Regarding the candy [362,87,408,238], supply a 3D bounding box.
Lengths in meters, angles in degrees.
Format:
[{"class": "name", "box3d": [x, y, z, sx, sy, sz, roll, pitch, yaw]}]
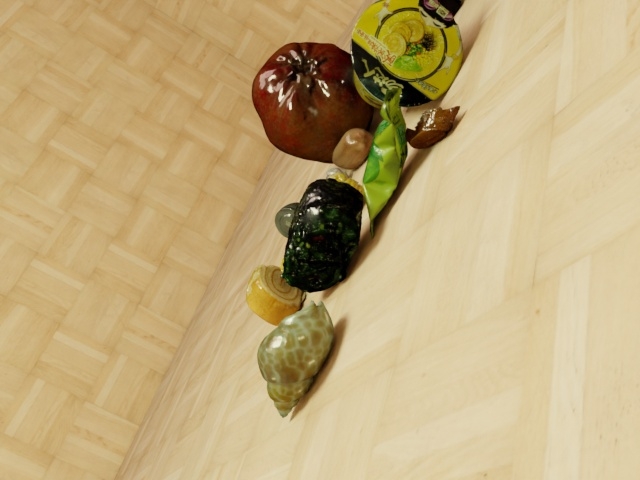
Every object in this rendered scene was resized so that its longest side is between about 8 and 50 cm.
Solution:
[{"class": "candy", "box3d": [0.117, -0.142, 1.203, 0.149, 0.069, 0.246, -65, -11, -64]}]

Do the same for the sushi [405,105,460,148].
[{"class": "sushi", "box3d": [0.187, -0.192, 1.133, 0.120, 0.052, 0.055, 141, 141, -70]}]

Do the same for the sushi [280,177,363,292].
[{"class": "sushi", "box3d": [0.000, 0.000, 1.225, 0.225, 0.124, 0.127, 113, 173, -45]}]

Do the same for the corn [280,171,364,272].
[{"class": "corn", "box3d": [0.002, -0.026, 1.398, 0.244, 0.093, 0.093, -58, 12, 9]}]

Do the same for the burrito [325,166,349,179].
[{"class": "burrito", "box3d": [0.008, -0.083, 1.596, 0.203, 0.064, 0.064, -65, 13, -14]}]

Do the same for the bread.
[{"class": "bread", "box3d": [-0.095, 0.108, 1.416, 0.073, 0.122, 0.149, -52, 15, 21]}]

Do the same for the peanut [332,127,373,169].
[{"class": "peanut", "box3d": [0.073, -0.209, 1.579, 0.076, 0.076, 0.152, -66, 9, -26]}]

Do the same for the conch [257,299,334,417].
[{"class": "conch", "box3d": [-0.037, 0.177, 1.073, 0.173, 0.106, 0.116, -45, -13, -17]}]

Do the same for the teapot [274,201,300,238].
[{"class": "teapot", "box3d": [-0.047, -0.060, 1.758, 0.091, 0.124, 0.092, -51, -41, -51]}]

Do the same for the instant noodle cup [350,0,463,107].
[{"class": "instant noodle cup", "box3d": [0.151, -0.355, 1.344, 0.215, 0.215, 0.236, -60, 5, 0]}]

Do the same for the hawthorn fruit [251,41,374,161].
[{"class": "hawthorn fruit", "box3d": [-0.013, -0.327, 1.678, 0.308, 0.308, 0.325, -73, -24, -47]}]

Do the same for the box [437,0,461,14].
[{"class": "box", "box3d": [0.235, -0.588, 1.707, 0.264, 0.116, 0.415, -50, 15, 36]}]
